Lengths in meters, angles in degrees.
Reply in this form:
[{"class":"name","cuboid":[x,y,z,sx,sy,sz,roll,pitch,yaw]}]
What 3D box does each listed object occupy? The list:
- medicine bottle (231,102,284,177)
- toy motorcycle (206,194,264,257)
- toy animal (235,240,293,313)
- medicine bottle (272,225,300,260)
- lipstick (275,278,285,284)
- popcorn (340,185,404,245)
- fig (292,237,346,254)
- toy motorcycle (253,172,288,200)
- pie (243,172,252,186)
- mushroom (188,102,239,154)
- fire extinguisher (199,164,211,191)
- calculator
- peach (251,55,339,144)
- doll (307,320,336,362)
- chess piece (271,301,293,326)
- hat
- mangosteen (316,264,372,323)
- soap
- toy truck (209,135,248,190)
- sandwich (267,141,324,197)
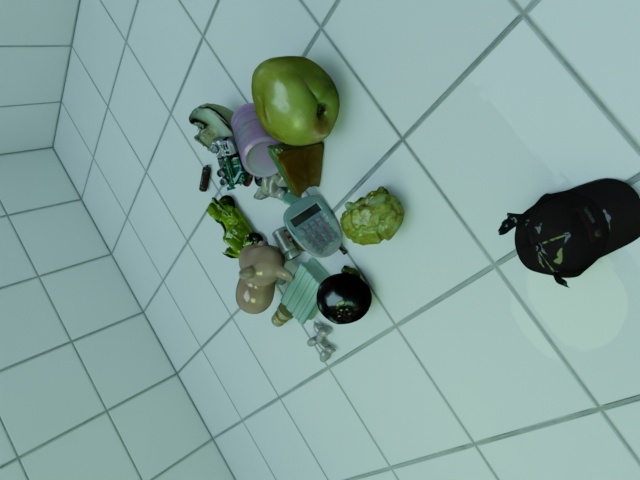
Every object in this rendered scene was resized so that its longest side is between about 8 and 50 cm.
[{"class":"medicine bottle","cuboid":[-0.241,-0.393,1.882,0.291,0.178,0.178,-114,35,-45]},{"class":"toy motorcycle","cuboid":[-0.418,-0.048,2.305,0.206,0.142,0.342,-40,73,6]},{"class":"toy animal","cuboid":[-0.270,0.163,2.116,0.269,0.237,0.326,-174,91,-68]},{"class":"medicine bottle","cuboid":[-0.145,0.013,2.098,0.079,0.079,0.140,-35,80,46]},{"class":"lipstick","cuboid":[-0.268,0.167,2.299,0.264,0.059,0.059,4,109,43]},{"class":"popcorn","cuboid":[0.174,-0.076,1.667,0.221,0.204,0.184,-21,92,32]},{"class":"fig","cuboid":[0.000,0.000,1.946,0.236,0.124,0.124,16,120,14]},{"class":"toy motorcycle","cuboid":[-0.178,-0.257,1.975,0.340,0.108,0.223,-22,67,51]},{"class":"pie","cuboid":[-0.305,-0.304,2.110,0.154,0.036,0.154,-165,90,-73]},{"class":"mushroom","cuboid":[-0.414,-0.479,2.090,0.267,0.164,0.189,39,127,1]},{"class":"fire extinguisher","cuboid":[-0.571,-0.316,2.413,0.064,0.043,0.158,-94,21,-51]},{"class":"calculator","cuboid":[-0.038,-0.068,1.892,0.299,0.185,0.041,53,164,5]},{"class":"peach","cuboid":[-0.088,-0.490,1.686,0.315,0.281,0.314,34,150,46]},{"class":"doll","cuboid":[0.006,0.438,2.138,0.161,0.059,0.160,49,134,19]},{"class":"chess piece","cuboid":[-0.180,0.347,2.265,0.094,0.094,0.170,57,140,11]},{"class":"hat","cuboid":[0.625,-0.015,1.234,0.336,0.209,0.238,-36,77,45]},{"class":"mangosteen","cuboid":[0.085,0.213,1.879,0.216,0.216,0.216,19,119,39]},{"class":"soap","cuboid":[-0.058,0.221,2.091,0.160,0.087,0.265,47,133,21]},{"class":"toy truck","cuboid":[-0.363,-0.323,2.003,0.116,0.110,0.216,-6,115,15]},{"class":"sandwich","cuboid":[-0.091,-0.260,1.813,0.063,0.245,0.212,29,125,38]}]
